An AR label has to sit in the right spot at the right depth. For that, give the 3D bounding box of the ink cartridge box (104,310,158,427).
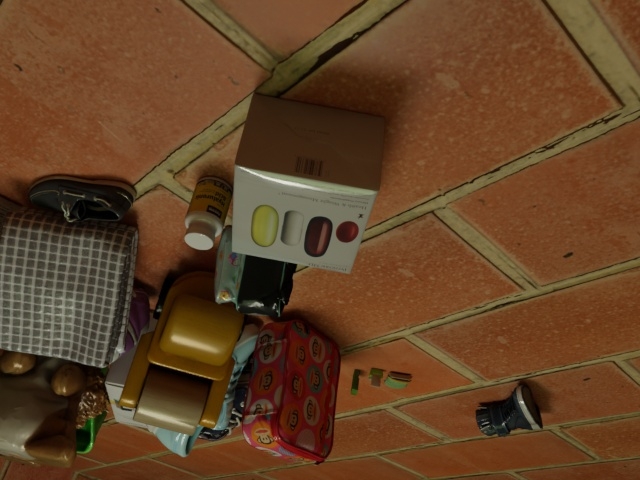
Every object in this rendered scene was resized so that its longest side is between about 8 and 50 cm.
[{"bbox_3d":[-0.436,0.323,1.508,0.117,0.201,0.278,12,145,-5],"label":"ink cartridge box"}]

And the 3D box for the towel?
[{"bbox_3d":[-0.482,0.095,1.147,0.235,0.121,0.283,9,101,-9],"label":"towel"}]

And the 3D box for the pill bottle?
[{"bbox_3d":[-0.189,-0.044,1.012,0.065,0.116,0.065,6,145,4],"label":"pill bottle"}]

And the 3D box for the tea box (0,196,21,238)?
[{"bbox_3d":[-0.768,0.081,1.135,0.220,0.328,0.324,30,141,-27],"label":"tea box"}]

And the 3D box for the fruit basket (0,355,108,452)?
[{"bbox_3d":[-0.790,0.428,1.627,0.393,0.282,0.392,3,-175,0],"label":"fruit basket"}]

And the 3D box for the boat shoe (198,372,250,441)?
[{"bbox_3d":[-0.209,0.431,1.543,0.341,0.158,0.127,-6,141,20],"label":"boat shoe"}]

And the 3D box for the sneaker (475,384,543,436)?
[{"bbox_3d":[0.478,0.447,1.578,0.164,0.086,0.226,-11,141,22],"label":"sneaker"}]

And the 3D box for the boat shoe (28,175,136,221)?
[{"bbox_3d":[-0.434,-0.068,1.079,0.206,0.064,0.075,1,144,11],"label":"boat shoe"}]

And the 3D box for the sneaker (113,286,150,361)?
[{"bbox_3d":[-0.466,0.106,1.307,0.102,0.161,0.281,-7,110,36],"label":"sneaker"}]

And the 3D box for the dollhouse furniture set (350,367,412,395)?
[{"bbox_3d":[0.158,0.378,1.576,0.152,0.058,0.076,10,145,-1],"label":"dollhouse furniture set"}]

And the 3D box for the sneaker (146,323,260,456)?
[{"bbox_3d":[-0.243,0.361,1.442,0.150,0.135,0.366,44,100,11],"label":"sneaker"}]

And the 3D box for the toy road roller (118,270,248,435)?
[{"bbox_3d":[-0.265,0.224,1.231,0.203,0.329,0.240,19,166,-13],"label":"toy road roller"}]

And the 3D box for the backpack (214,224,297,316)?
[{"bbox_3d":[-0.110,0.046,1.067,0.145,0.165,0.188,6,179,2],"label":"backpack"}]

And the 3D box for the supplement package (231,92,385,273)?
[{"bbox_3d":[-0.023,-0.078,0.900,0.194,0.149,0.203,10,144,-2],"label":"supplement package"}]

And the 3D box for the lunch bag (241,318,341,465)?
[{"bbox_3d":[-0.048,0.350,1.383,0.120,0.292,0.258,-14,143,31],"label":"lunch bag"}]

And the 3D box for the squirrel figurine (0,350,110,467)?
[{"bbox_3d":[-0.619,0.313,1.399,0.281,0.370,0.397,15,149,-4],"label":"squirrel figurine"}]

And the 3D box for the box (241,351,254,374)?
[{"bbox_3d":[-0.212,0.376,1.656,0.270,0.060,0.216,-6,141,20],"label":"box"}]
